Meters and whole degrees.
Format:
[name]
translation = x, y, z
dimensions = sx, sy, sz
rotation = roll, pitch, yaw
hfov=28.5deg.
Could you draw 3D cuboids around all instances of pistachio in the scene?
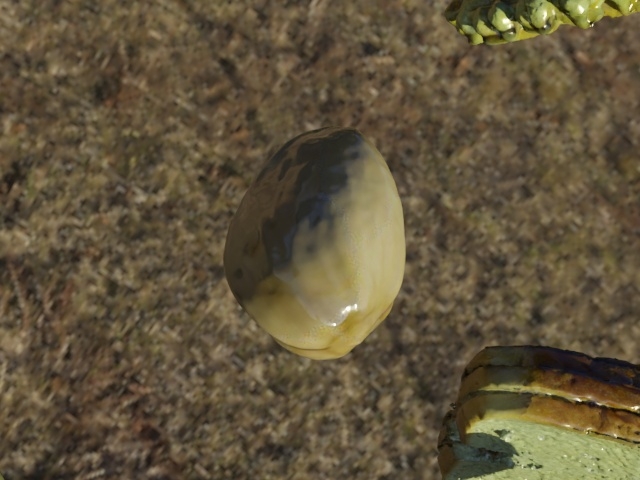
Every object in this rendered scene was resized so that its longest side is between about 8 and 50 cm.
[pistachio]
translation = 0.000, 0.000, 1.083
dimensions = 0.153, 0.137, 0.237
rotation = 24, 45, -9

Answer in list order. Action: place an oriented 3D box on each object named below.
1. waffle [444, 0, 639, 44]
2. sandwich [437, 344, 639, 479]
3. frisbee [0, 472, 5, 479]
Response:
[waffle]
translation = 0.221, -0.215, 1.094
dimensions = 0.204, 0.223, 0.054
rotation = -18, 104, -20
[sandwich]
translation = 0.259, 0.212, 1.370
dimensions = 0.249, 0.273, 0.095
rotation = 12, 61, 2
[frisbee]
translation = -0.440, 0.315, 1.333
dimensions = 0.236, 0.017, 0.235
rotation = -2, 65, 4
